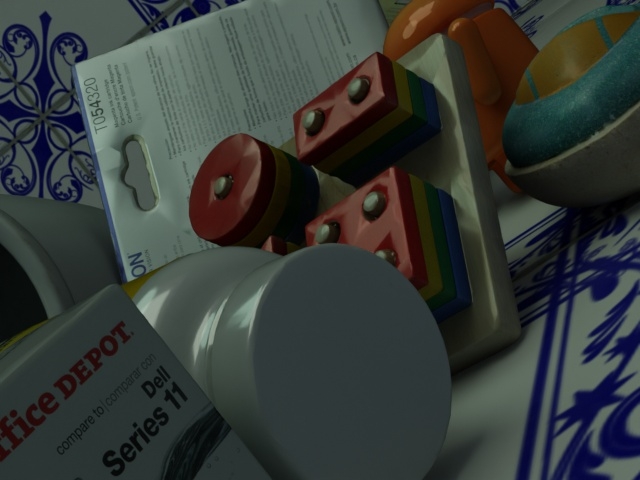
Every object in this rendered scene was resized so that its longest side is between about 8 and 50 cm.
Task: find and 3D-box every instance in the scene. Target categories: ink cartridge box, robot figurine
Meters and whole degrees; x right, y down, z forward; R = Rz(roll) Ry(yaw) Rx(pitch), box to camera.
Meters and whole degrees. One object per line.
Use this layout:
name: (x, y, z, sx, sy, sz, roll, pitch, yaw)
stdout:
ink cartridge box: (-0.094, 0.146, 0.587, 0.087, 0.208, 0.153, -31, 10, 37)
ink cartridge box: (-0.060, -0.095, 1.294, 0.330, 0.324, 0.071, -20, -28, 4)
robot figurine: (0.145, -0.150, 1.200, 0.128, 0.219, 0.158, -46, -12, 36)

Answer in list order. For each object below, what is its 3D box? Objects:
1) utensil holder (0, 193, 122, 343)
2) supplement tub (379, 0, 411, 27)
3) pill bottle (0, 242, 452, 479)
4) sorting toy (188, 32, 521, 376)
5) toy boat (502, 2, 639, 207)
utensil holder: (-0.324, 0.111, 1.275, 0.327, 0.328, 0.385, -37, -7, 9)
supplement tub: (0.078, -0.159, 1.540, 0.235, 0.235, 0.325, -35, 8, 24)
pill bottle: (-0.084, 0.111, 0.798, 0.334, 0.188, 0.188, -23, 16, 47)
sorting toy: (0.000, 0.000, 0.945, 0.255, 0.089, 0.257, -33, 49, 35)
toy boat: (0.164, -0.086, 1.018, 0.318, 0.148, 0.267, -36, 8, 16)
